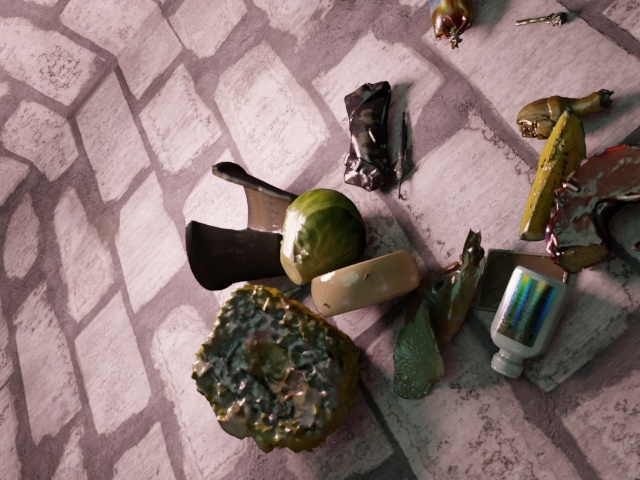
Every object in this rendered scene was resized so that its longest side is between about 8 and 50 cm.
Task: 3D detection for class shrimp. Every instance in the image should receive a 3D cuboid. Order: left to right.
[{"bbox_3d":[0.295,0.111,1.696,0.168,0.077,0.317,30,98,45],"label":"shrimp"}]

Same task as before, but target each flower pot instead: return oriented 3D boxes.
[{"bbox_3d":[-0.181,-0.023,2.038,0.251,0.379,0.379,6,74,21],"label":"flower pot"}]

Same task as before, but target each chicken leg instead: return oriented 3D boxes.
[{"bbox_3d":[0.561,-0.287,1.646,0.227,0.088,0.103,-6,57,33],"label":"chicken leg"}]

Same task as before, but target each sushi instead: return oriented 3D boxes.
[{"bbox_3d":[-0.103,0.326,1.757,0.396,0.240,0.351,31,85,14],"label":"sushi"}]

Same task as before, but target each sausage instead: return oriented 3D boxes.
[{"bbox_3d":[0.360,-0.660,1.963,0.125,0.117,0.317,-10,65,13],"label":"sausage"}]

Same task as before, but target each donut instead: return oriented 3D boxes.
[{"bbox_3d":[0.632,-0.064,1.441,0.345,0.136,0.259,-5,68,37],"label":"donut"}]

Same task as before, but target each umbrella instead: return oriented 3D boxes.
[{"bbox_3d":[0.224,-0.239,1.941,0.044,0.044,0.269,2,70,9],"label":"umbrella"}]

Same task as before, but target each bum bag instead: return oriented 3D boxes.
[{"bbox_3d":[0.132,-0.292,2.008,0.144,0.095,0.340,-10,71,30],"label":"bum bag"}]

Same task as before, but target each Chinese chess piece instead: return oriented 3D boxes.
[{"bbox_3d":[0.108,0.105,1.733,0.273,0.273,0.102,-20,85,34],"label":"Chinese chess piece"}]

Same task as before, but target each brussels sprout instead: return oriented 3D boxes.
[{"bbox_3d":[0.000,0.000,1.895,0.210,0.219,0.271,16,54,42],"label":"brussels sprout"}]

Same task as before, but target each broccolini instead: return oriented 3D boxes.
[{"bbox_3d":[0.558,-0.553,1.806,0.140,0.030,0.035,5,111,47],"label":"broccolini"}]

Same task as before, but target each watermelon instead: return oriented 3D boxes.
[{"bbox_3d":[0.508,-0.128,1.579,0.123,0.129,0.301,18,87,37],"label":"watermelon"}]

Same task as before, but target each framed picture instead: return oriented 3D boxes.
[{"bbox_3d":[0.454,0.097,1.607,0.203,0.015,0.150,5,75,41],"label":"framed picture"}]

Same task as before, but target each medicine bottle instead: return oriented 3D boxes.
[{"bbox_3d":[0.435,0.179,1.525,0.121,0.083,0.229,25,98,34],"label":"medicine bottle"}]

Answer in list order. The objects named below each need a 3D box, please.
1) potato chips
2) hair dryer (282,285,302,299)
[{"bbox_3d":[0.227,0.260,1.661,0.167,0.059,0.228,53,133,36],"label":"potato chips"},{"bbox_3d":[-0.173,0.220,2.013,0.225,0.088,0.219,-14,32,32],"label":"hair dryer"}]
